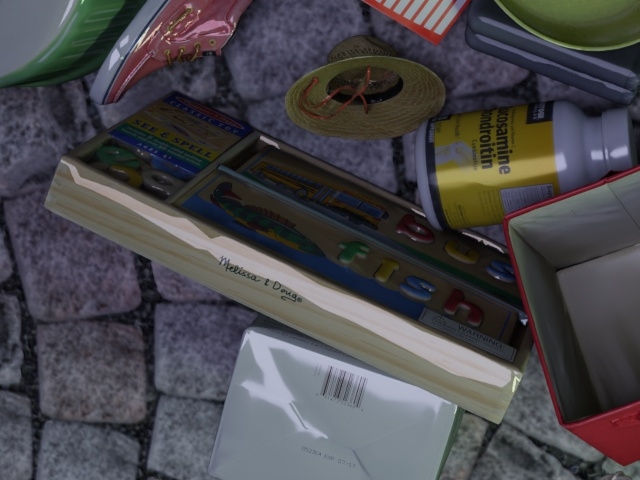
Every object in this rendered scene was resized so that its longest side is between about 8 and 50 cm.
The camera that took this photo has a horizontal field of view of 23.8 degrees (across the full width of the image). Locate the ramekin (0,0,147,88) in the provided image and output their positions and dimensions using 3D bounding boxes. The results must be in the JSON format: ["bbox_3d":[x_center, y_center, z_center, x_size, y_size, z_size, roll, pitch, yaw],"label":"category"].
[{"bbox_3d":[-0.302,-0.278,1.372,0.303,0.148,0.303,4,106,14],"label":"ramekin"}]

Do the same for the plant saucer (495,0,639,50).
[{"bbox_3d":[0.218,-0.276,1.248,0.241,0.037,0.241,-1,94,-18],"label":"plant saucer"}]

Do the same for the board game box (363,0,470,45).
[{"bbox_3d":[0.095,-0.283,1.292,0.147,0.045,0.193,27,114,-24],"label":"board game box"}]

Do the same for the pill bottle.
[{"bbox_3d":[0.181,-0.068,1.330,0.184,0.103,0.103,-7,103,16],"label":"pill bottle"}]

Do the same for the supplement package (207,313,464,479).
[{"bbox_3d":[0.031,0.142,1.374,0.194,0.203,0.149,19,108,8],"label":"supplement package"}]

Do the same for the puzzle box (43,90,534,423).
[{"bbox_3d":[0.000,0.000,1.308,0.409,0.272,0.052,25,111,6],"label":"puzzle box"}]

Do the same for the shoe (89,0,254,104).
[{"bbox_3d":[-0.132,-0.182,1.385,0.081,0.063,0.178,36,94,-4],"label":"shoe"}]

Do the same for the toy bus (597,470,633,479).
[{"bbox_3d":[0.374,0.190,1.352,0.202,0.104,0.191,12,77,43],"label":"toy bus"}]

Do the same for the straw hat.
[{"bbox_3d":[0.039,-0.151,1.364,0.144,0.144,0.061,-13,59,17],"label":"straw hat"}]

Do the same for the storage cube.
[{"bbox_3d":[0.285,0.059,1.258,0.183,0.193,0.215,-21,64,18],"label":"storage cube"}]

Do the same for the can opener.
[{"bbox_3d":[0.264,-0.162,1.311,0.280,0.074,0.093,17,74,8],"label":"can opener"}]
